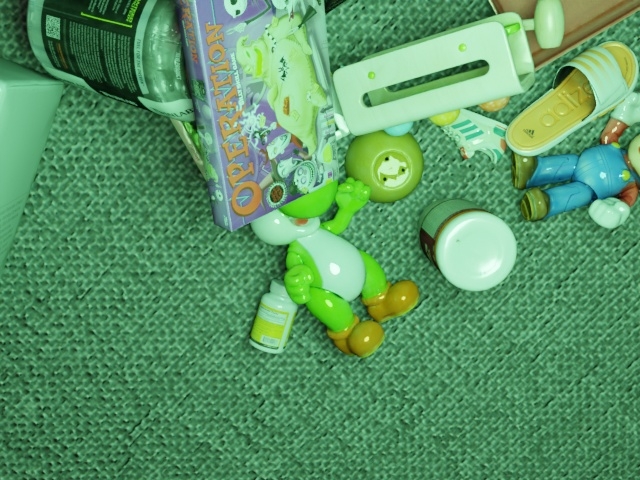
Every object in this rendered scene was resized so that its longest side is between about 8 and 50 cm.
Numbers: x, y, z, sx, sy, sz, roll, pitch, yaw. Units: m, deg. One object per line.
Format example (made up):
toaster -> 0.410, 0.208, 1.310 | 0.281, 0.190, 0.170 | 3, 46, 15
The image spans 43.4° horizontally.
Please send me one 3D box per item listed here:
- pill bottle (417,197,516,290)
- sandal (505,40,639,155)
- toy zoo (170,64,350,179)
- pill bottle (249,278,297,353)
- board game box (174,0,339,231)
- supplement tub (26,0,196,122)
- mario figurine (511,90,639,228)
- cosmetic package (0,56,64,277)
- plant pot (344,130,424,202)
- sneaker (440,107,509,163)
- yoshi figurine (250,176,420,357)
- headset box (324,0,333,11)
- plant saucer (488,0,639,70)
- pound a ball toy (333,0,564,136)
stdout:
pill bottle -> 0.223, -0.002, 1.280 | 0.121, 0.221, 0.121 | -1, 101, -4
sandal -> 0.410, -0.234, 1.285 | 0.265, 0.076, 0.102 | -40, 69, -9
toy zoo -> -0.084, -0.212, 1.319 | 0.293, 0.030, 0.192 | -29, 101, 3
pill bottle -> -0.076, 0.127, 1.367 | 0.065, 0.065, 0.116 | 17, 99, -6
board game box -> -0.073, -0.206, 1.034 | 0.208, 0.056, 0.346 | -27, 124, -32
supplement tub -> -0.233, -0.288, 1.137 | 0.338, 0.207, 0.207 | 22, 101, 30
mario figurine -> 0.480, -0.134, 1.299 | 0.321, 0.170, 0.197 | -12, 99, 1
cosmetic package -> -0.618, -0.104, 1.160 | 0.330, 0.327, 0.393 | 21, 100, -7
plant pot -> 0.111, -0.121, 1.315 | 0.134, 0.095, 0.134 | -1, 101, -4
sneaker -> 0.236, -0.177, 1.331 | 0.161, 0.057, 0.075 | 18, 94, -9
yoshi figurine -> 0.009, -0.001, 1.266 | 0.203, 0.203, 0.362 | -37, 100, 11
headset box -> -0.007, -0.450, 1.145 | 0.110, 0.293, 0.218 | -34, 100, 3
plant saucer -> 0.380, -0.444, 1.294 | 0.259, 0.048, 0.259 | -30, 100, 3
pound a ball toy -> 0.211, -0.258, 1.242 | 0.319, 0.208, 0.135 | -11, 106, 29
